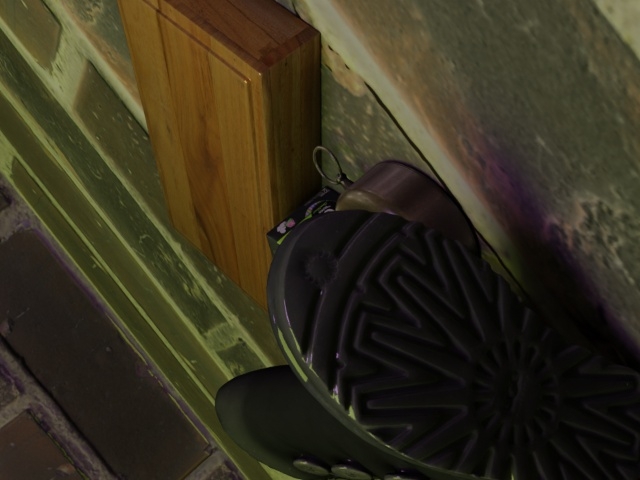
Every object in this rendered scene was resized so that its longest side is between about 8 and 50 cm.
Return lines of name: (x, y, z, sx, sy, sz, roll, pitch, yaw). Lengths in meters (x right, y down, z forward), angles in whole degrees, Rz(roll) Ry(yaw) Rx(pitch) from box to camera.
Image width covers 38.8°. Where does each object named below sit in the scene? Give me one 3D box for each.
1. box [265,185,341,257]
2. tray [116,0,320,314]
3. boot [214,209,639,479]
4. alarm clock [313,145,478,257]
box: (0.000, 0.000, 0.882, 0.062, 0.083, 0.052, 33, 151, 34)
tray: (-0.095, -0.092, 0.933, 0.203, 0.076, 0.411, 40, 156, 24)
boot: (0.022, 0.128, 0.804, 0.367, 0.146, 0.445, 34, 159, -21)
alarm clock: (0.057, -0.014, 0.795, 0.192, 0.064, 0.129, 47, 157, 17)
